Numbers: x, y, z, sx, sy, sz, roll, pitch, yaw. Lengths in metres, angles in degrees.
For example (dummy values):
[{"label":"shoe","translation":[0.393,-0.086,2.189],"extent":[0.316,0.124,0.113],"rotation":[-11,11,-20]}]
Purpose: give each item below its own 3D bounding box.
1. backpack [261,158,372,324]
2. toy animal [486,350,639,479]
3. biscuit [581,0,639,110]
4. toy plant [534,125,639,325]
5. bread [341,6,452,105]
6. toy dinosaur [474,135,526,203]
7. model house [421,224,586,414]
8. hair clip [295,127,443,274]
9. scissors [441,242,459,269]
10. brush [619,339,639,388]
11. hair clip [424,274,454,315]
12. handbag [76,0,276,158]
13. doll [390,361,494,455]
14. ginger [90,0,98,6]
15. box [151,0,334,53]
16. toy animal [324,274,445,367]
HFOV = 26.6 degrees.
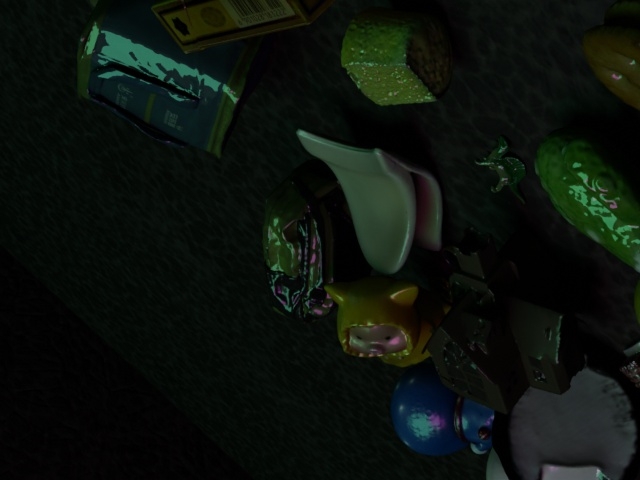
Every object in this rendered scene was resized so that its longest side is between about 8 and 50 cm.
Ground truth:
[{"label":"backpack","translation":[0.000,0.000,2.122],"extent":[0.140,0.207,0.253],"rotation":[25,140,34]},{"label":"toy animal","translation":[0.378,0.322,2.061],"extent":[0.251,0.251,0.310],"rotation":[34,162,18]},{"label":"biscuit","translation":[0.376,-0.168,1.391],"extent":[0.220,0.066,0.220],"rotation":[32,174,4]},{"label":"toy plant","translation":[0.374,-0.016,1.599],"extent":[0.316,0.184,0.224],"rotation":[42,176,28]},{"label":"bread","translation":[0.100,-0.236,1.707],"extent":[0.114,0.111,0.129],"rotation":[12,164,41]},{"label":"toy dinosaur","translation":[0.253,-0.089,1.819],"extent":[0.060,0.029,0.120],"rotation":[-10,126,42]},{"label":"model house","translation":[0.257,0.088,1.871],"extent":[0.204,0.211,0.243],"rotation":[19,146,39]},{"label":"hair clip","translation":[0.098,-0.066,2.000],"extent":[0.172,0.113,0.282],"rotation":[17,140,43]},{"label":"scissors","translation":[0.251,0.090,2.112],"extent":[0.088,0.017,0.220],"rotation":[16,145,41]},{"label":"brush","translation":[0.552,0.266,1.916],"extent":[0.321,0.050,0.060],"rotation":[42,152,0]},{"label":"hair clip","translation":[0.220,0.135,2.194],"extent":[0.072,0.046,0.173],"rotation":[12,142,46]},{"label":"handbag","translation":[-0.207,-0.266,1.941],"extent":[0.241,0.222,0.263],"rotation":[24,154,0]},{"label":"doll","translation":[0.243,0.283,2.301],"extent":[0.257,0.161,0.215],"rotation":[4,124,30]},{"label":"ginger","translation":[-0.320,-0.382,2.147],"extent":[0.149,0.065,0.259],"rotation":[27,146,43]},{"label":"box","translation":[-0.059,-0.335,1.682],"extent":[0.301,0.193,0.084],"rotation":[1,132,56]},{"label":"toy animal","translation":[0.112,0.121,2.092],"extent":[0.156,0.156,0.230],"rotation":[28,174,30]}]
